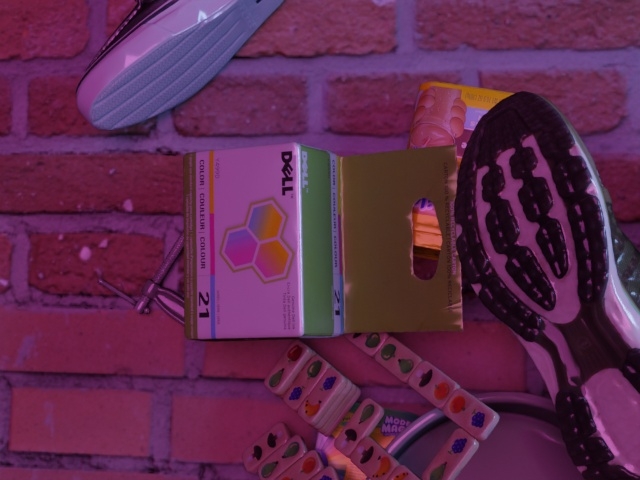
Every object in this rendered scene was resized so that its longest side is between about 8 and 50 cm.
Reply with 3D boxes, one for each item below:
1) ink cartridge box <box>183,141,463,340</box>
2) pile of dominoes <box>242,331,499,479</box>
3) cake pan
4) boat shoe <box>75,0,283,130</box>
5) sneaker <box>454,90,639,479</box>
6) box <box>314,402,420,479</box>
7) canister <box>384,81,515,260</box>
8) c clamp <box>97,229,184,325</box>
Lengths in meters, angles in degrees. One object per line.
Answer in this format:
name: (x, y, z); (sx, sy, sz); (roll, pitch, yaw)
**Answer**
ink cartridge box: (0.000, 0.000, 1.222); (0.255, 0.097, 0.189); (-4, 85, 28)
pile of dominoes: (0.027, 0.180, 1.193); (0.196, 0.040, 0.251); (-53, 37, -3)
cake pan: (0.172, 0.290, 1.197); (0.293, 0.054, 0.293); (0, 83, -1)
boat shoe: (-0.138, -0.253, 1.339); (0.335, 0.121, 0.119); (-42, 69, -10)
sneaker: (0.262, 0.054, 1.191); (0.158, 0.182, 0.410); (-28, 79, 33)
box: (0.039, 0.252, 1.256); (0.105, 0.043, 0.179); (10, 85, 11)
canister: (0.141, -0.066, 1.272); (0.126, 0.073, 0.170); (10, 82, 12)
c clamp: (-0.137, 0.020, 1.331); (0.137, 0.022, 0.161); (37, 88, 12)
